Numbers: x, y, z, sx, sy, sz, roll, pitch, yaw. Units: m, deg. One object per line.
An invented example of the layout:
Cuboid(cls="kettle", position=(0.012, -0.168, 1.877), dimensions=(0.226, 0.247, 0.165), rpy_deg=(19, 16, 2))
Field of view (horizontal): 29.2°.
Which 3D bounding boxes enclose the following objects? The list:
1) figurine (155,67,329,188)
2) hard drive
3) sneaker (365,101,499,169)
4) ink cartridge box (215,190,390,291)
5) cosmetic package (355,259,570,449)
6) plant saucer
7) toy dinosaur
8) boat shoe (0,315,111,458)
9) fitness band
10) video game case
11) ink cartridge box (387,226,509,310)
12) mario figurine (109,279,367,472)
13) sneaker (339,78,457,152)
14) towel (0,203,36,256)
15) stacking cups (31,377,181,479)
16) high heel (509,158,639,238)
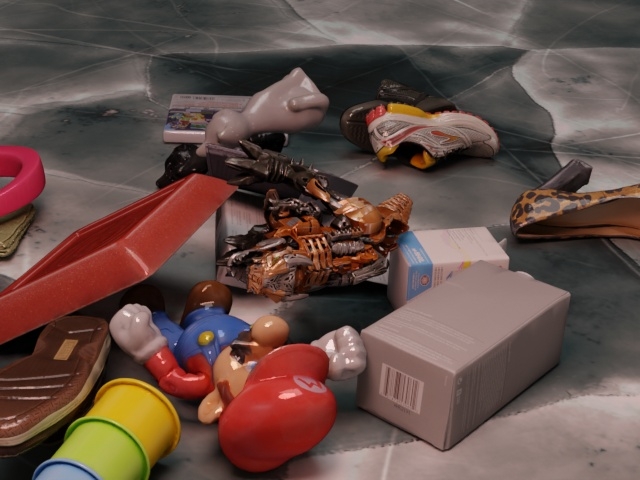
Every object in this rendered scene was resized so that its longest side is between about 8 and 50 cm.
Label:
Cuboid(cls="figurine", position=(-0.120, -0.152, 1.790), dimensions=(0.209, 0.092, 0.215), rpy_deg=(-29, -1, -37))
Cuboid(cls="hard drive", position=(-0.051, -0.082, 1.666), dimensions=(0.172, 0.054, 0.254), rpy_deg=(14, 1, 13))
Cuboid(cls="sneaker", position=(0.176, -0.148, 1.918), dimensions=(0.225, 0.088, 0.093), rpy_deg=(4, 66, -20))
Cuboid(cls="ink cartridge box", position=(-0.021, 0.016, 1.607), dimensions=(0.232, 0.066, 0.189), rpy_deg=(17, 23, -13))
Cuboid(cls="cosmetic package", position=(0.159, 0.116, 1.341), dimensions=(0.127, 0.107, 0.238), rpy_deg=(23, 30, 36))
Cuboid(cls="plant saucer", position=(-0.250, 0.013, 1.426), dimensions=(0.259, 0.048, 0.258), rpy_deg=(-24, 14, 28))
Cuboid(cls="toy dinosaur", position=(0.000, 0.000, 1.409), dimensions=(0.218, 0.164, 0.322), rpy_deg=(22, 5, 32))
Cuboid(cls="boat shoe", position=(-0.264, 0.162, 1.212), dimensions=(0.095, 0.095, 0.257), rpy_deg=(6, 19, 11))
Cuboid(cls="fitness band", position=(-0.518, -0.074, 1.687), dimensions=(0.290, 0.054, 0.209), rpy_deg=(2, 24, 23))
Cuboid(cls="video game case", position=(-0.154, -0.202, 2.050), dimensions=(0.201, 0.023, 0.183), rpy_deg=(2, 26, -3))
Cuboid(cls="ink cartridge box", position=(0.162, 0.044, 1.494), dimensions=(0.143, 0.092, 0.090), rpy_deg=(-4, 27, -11))
Cuboid(cls="mario figurine", position=(-0.084, 0.101, 1.261), dimensions=(0.198, 0.170, 0.320), rpy_deg=(-39, 34, -16))
Cuboid(cls="sneaker", position=(0.101, -0.205, 2.010), dimensions=(0.227, 0.087, 0.130), rpy_deg=(-14, 29, -37))
Cuboid(cls="towel", position=(-0.446, -0.014, 1.636), dimensions=(0.110, 0.027, 0.148), rpy_deg=(2, 27, 2))
Cuboid(cls="stacking cups", position=(-0.234, 0.245, 1.072), dimensions=(0.096, 0.096, 0.316), rpy_deg=(12, 31, 18))
Cuboid(cls="high heel", position=(0.395, -0.015, 1.667), dimensions=(0.261, 0.093, 0.186), rpy_deg=(25, 46, 34))
